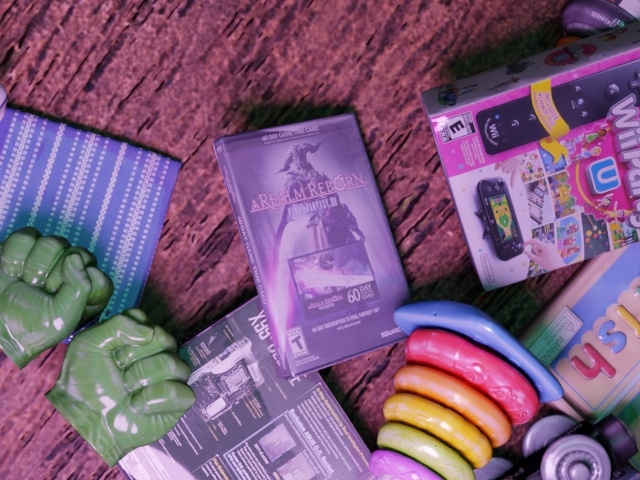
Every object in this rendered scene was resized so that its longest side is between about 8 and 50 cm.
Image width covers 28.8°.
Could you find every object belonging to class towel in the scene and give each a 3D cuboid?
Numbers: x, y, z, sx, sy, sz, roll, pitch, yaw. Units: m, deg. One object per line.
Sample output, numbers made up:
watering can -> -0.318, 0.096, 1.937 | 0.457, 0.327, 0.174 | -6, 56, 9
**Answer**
towel -> -0.351, -0.025, 1.405 | 0.335, 0.040, 0.243 | 17, 81, -8

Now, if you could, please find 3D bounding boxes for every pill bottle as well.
pill bottle -> 0.376, -0.280, 1.483 | 0.130, 0.130, 0.246 | 41, 81, -3

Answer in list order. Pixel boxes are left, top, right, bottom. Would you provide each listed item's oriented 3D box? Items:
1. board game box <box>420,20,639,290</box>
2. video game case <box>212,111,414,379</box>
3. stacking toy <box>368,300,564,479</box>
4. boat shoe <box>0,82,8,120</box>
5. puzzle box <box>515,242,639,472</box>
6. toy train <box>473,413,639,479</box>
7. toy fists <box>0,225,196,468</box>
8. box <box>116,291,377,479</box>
board game box -> 0.291, -0.101, 1.406 | 0.303, 0.097, 0.224 | -19, 111, 4
video game case -> 0.000, 0.000, 1.410 | 0.196, 0.026, 0.274 | -15, 87, -38
stacking toy -> 0.114, 0.229, 1.342 | 0.166, 0.175, 0.302 | 43, 68, -28
boat shoe -> -0.409, -0.052, 1.335 | 0.088, 0.096, 0.268 | 43, 69, -32
puzzle box -> 0.446, 0.089, 1.502 | 0.272, 0.052, 0.409 | 44, 81, -3
toy train -> 0.231, 0.338, 1.398 | 0.334, 0.142, 0.190 | -34, 96, -1
toy fists -> -0.253, 0.100, 1.318 | 0.142, 0.096, 0.279 | -43, 75, -15
box -> -0.084, 0.247, 1.397 | 0.242, 0.076, 0.307 | -34, 91, -10
